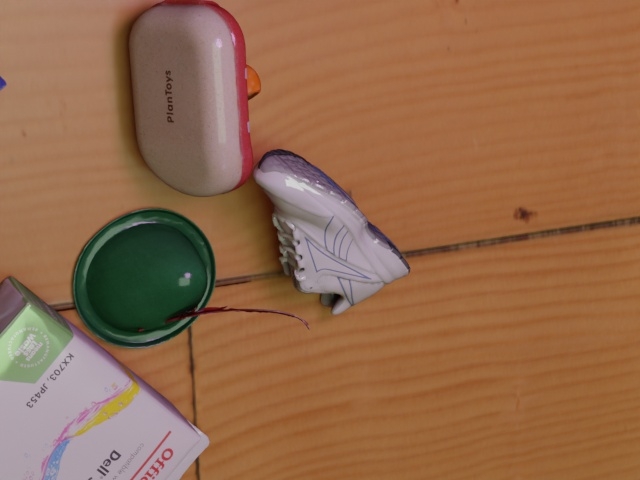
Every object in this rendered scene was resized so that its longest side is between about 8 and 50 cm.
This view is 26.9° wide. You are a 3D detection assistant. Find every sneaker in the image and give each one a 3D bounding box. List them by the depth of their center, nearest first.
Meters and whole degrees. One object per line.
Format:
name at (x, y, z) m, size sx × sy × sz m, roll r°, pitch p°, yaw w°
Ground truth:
sneaker at (0.000, 0.000, 1.643) m, size 0.129 × 0.111 × 0.297 m, roll -43°, pitch 134°, yaw 1°

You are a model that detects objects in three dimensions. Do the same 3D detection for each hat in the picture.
hat at (-0.167, 0.061, 1.562) m, size 0.208 × 0.183 × 0.173 m, roll -31°, pitch 114°, yaw -15°

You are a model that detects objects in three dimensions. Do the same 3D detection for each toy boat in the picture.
toy boat at (-0.127, -0.169, 1.563) m, size 0.151 × 0.151 × 0.231 m, roll -22°, pitch 116°, yaw -50°

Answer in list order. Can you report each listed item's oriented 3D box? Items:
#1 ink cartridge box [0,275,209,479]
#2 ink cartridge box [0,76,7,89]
ink cartridge box at (-0.292, 0.235, 1.587) m, size 0.353 × 0.119 × 0.207 m, roll 43°, pitch 84°, yaw -28°
ink cartridge box at (-0.480, -0.208, 1.285) m, size 0.324 × 0.071 × 0.330 m, roll 54°, pitch 44°, yaw -18°
